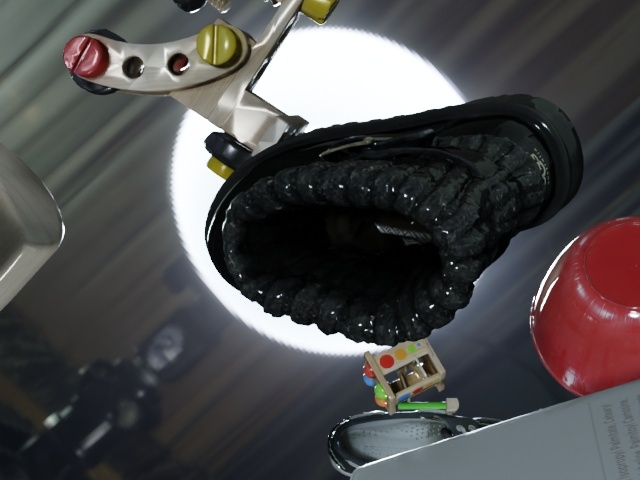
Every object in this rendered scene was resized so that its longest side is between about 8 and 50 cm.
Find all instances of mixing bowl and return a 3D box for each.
[{"bbox_3d":[0.272,0.047,1.149,0.181,0.181,0.098,53,168,32],"label":"mixing bowl"}]

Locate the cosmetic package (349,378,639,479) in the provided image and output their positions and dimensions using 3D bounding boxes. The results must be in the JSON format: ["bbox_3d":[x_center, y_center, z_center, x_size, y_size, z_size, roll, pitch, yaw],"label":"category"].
[{"bbox_3d":[0.237,0.292,0.855,0.327,0.394,0.329,-61,-48,-75],"label":"cosmetic package"}]

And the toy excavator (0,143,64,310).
[{"bbox_3d":[-0.333,-0.005,0.774,0.433,0.222,0.445,33,-158,-31],"label":"toy excavator"}]

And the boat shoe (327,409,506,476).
[{"bbox_3d":[0.161,0.288,1.807,0.091,0.303,0.114,93,174,-72],"label":"boat shoe"}]

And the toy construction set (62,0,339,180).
[{"bbox_3d":[-0.061,-0.188,1.131,0.237,0.257,0.309,41,163,7],"label":"toy construction set"}]

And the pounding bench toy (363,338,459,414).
[{"bbox_3d":[0.082,0.135,1.228,0.083,0.065,0.052,60,170,23],"label":"pounding bench toy"}]

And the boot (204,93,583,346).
[{"bbox_3d":[-0.001,-0.004,0.952,0.260,0.348,0.131,-36,-77,-54],"label":"boot"}]
